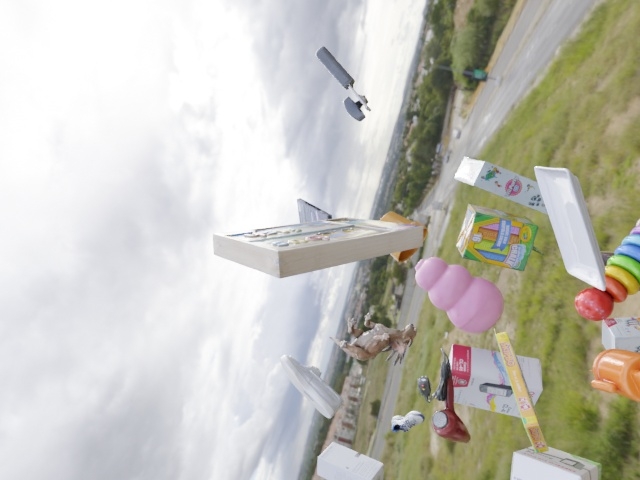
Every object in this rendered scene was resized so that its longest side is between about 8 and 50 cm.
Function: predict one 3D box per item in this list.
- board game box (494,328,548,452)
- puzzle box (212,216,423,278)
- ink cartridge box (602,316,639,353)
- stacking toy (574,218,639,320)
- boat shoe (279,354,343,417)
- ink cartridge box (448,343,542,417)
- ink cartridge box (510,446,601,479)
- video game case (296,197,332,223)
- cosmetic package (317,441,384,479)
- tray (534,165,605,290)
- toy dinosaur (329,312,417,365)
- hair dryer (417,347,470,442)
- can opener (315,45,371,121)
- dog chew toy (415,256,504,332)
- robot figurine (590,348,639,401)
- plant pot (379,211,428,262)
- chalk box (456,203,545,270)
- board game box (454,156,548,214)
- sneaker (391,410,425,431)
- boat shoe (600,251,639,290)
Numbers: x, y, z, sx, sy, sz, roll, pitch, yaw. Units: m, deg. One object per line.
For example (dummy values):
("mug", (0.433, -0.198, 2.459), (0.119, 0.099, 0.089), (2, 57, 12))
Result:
("board game box", (0.463, 0.336, 0.979), (0.124, 0.039, 0.260), (57, -159, -33))
("puzzle box", (0.000, 0.000, 0.949), (0.408, 0.272, 0.052), (-10, -76, -39))
("ink cartridge box", (1.184, 0.374, 1.581), (0.128, 0.176, 0.128), (-60, -40, -63))
("stacking toy", (0.823, 0.086, 1.126), (0.330, 0.141, 0.141), (-43, -8, -3))
("boat shoe", (-0.021, 0.339, 1.014), (0.063, 0.184, 0.066), (-37, -27, -30))
("ink cartridge box", (0.622, 0.517, 1.543), (0.131, 0.306, 0.226), (-66, -22, -44))
("ink cartridge box", (0.773, 0.768, 1.370), (0.272, 0.198, 0.115), (19, -103, -44))
("video game case", (-0.022, -0.063, 1.884), (0.274, 0.026, 0.196), (32, 136, 51))
("cosmetic package", (0.112, 0.864, 1.584), (0.117, 0.231, 0.086), (-15, -70, -55))
("tray", (0.543, -0.035, 0.901), (0.145, 0.030, 0.271), (-76, -37, -77))
("toy dinosaur", (0.182, 0.361, 1.451), (0.200, 0.295, 0.127), (55, -156, -37))
("hair dryer", (0.409, 0.508, 1.306), (0.223, 0.080, 0.294), (-25, -81, -47))
("can opener", (0.074, -0.552, 1.496), (0.095, 0.283, 0.076), (-42, 0, 17))
("dog chew toy", (0.493, 0.184, 1.531), (0.207, 0.331, 0.207), (-51, -9, -11))
("robot figurine", (0.858, 0.371, 1.165), (0.158, 0.128, 0.219), (-61, -4, -5))
("plant pot", (0.370, -0.032, 1.991), (0.205, 0.188, 0.205), (-35, -29, -23))
("chalk box", (0.682, -0.008, 1.561), (0.180, 0.288, 0.179), (-56, -22, -72))
("board game box", (0.681, -0.207, 1.546), (0.224, 0.303, 0.098), (-87, 18, -75))
("sneaker", (0.307, 0.646, 1.475), (0.135, 0.052, 0.058), (-34, 5, 32))
("boat shoe", (1.128, 0.120, 1.515), (0.342, 0.123, 0.123), (35, 104, 49))
